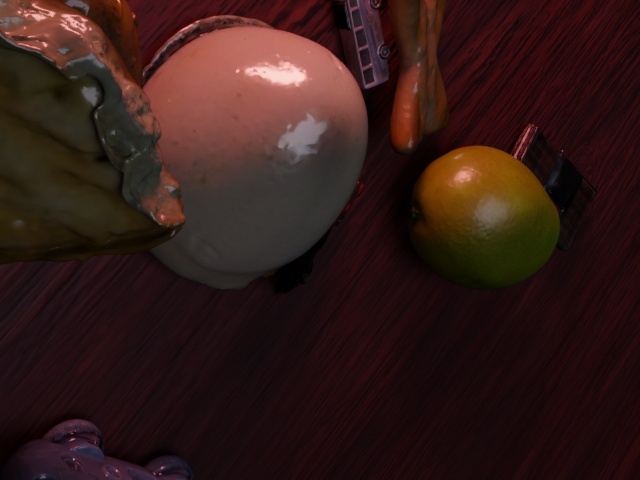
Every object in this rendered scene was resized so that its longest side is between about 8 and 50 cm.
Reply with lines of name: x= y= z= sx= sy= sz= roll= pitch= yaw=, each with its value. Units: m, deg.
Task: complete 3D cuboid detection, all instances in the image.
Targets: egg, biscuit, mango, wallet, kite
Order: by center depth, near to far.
biscuit: x=-0.253 y=-0.114 z=0.576 sx=0.329 sy=0.078 sz=0.335 roll=7 pitch=133 yaw=-12
egg: x=-0.060 y=-0.076 z=0.799 sx=0.264 sy=0.174 sz=0.286 roll=22 pitch=93 yaw=-38
kite: x=0.000 y=0.000 z=0.924 sx=0.009 sy=0.232 sz=0.189 roll=36 pitch=121 yaw=-5
biscuit: x=0.121 y=-0.222 z=0.959 sx=0.164 sy=0.047 sz=0.208 roll=-36 pitch=129 yaw=-56
mango: x=0.231 y=-0.017 z=1.077 sx=0.273 sy=0.149 sz=0.185 roll=35 pitch=88 yaw=-44
wallet: x=0.362 y=-0.079 z=1.240 sx=0.230 sy=0.042 sz=0.124 roll=31 pitch=86 yaw=-40

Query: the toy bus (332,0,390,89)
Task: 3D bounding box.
toy bus: x=0.048 y=-0.247 z=0.924 sx=0.052 sy=0.037 sz=0.130 roll=-29 pitch=122 yaw=-25

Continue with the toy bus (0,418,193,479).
toy bus: x=-0.227 y=0.347 z=0.795 sx=0.232 sy=0.197 sz=0.294 roll=-53 pitch=133 yaw=0

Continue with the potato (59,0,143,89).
potato: x=-0.222 y=-0.167 z=0.668 sx=0.137 sy=0.137 sz=0.176 roll=-26 pitch=139 yaw=-32
